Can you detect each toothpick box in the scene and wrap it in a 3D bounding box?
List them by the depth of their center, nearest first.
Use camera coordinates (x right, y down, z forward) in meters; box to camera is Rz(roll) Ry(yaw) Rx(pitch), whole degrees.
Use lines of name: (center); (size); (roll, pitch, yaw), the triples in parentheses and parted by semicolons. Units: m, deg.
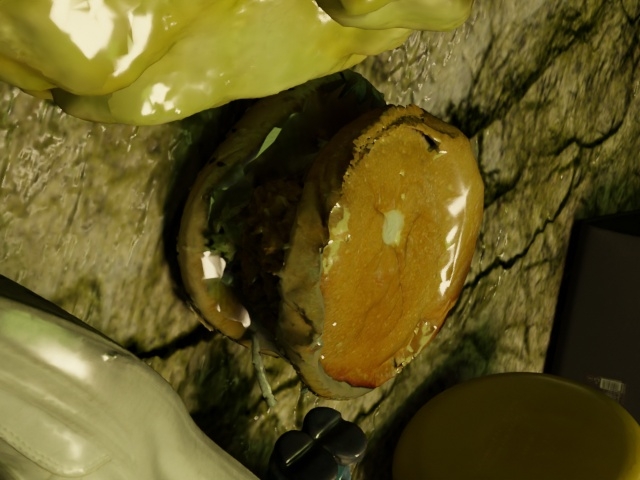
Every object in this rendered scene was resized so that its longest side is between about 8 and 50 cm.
toothpick box: (0.144, 0.244, 1.083); (0.175, 0.175, 0.271); (-41, 138, -39)

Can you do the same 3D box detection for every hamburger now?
hamburger: (0.000, 0.000, 0.834); (0.185, 0.113, 0.177); (-64, 152, 0)

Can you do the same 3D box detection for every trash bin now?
trash bin: (0.266, 0.098, 1.250); (0.165, 0.115, 0.225); (-8, 109, -55)

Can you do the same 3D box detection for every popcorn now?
popcorn: (-0.042, -0.160, 0.589); (0.258, 0.270, 0.224); (-106, -167, -60)

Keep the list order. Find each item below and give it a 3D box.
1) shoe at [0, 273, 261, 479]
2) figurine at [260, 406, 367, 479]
shoe: (-0.127, 0.127, 0.690); (0.159, 0.124, 0.316); (-57, 144, -12)
figurine: (-0.013, 0.154, 0.866); (0.086, 0.087, 0.149); (-45, 156, -32)
